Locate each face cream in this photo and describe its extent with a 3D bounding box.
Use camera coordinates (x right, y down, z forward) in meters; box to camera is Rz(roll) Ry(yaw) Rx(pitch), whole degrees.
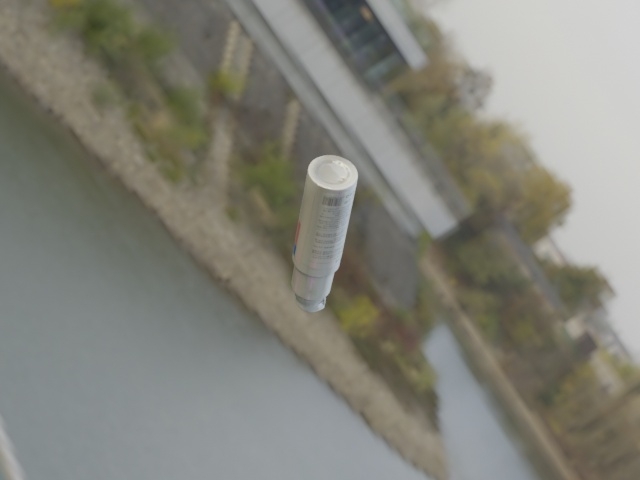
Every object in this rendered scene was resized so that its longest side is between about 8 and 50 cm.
[{"bbox_3d":[0.000,0.000,1.204,0.130,0.034,0.034,100,-30,-45],"label":"face cream"}]
